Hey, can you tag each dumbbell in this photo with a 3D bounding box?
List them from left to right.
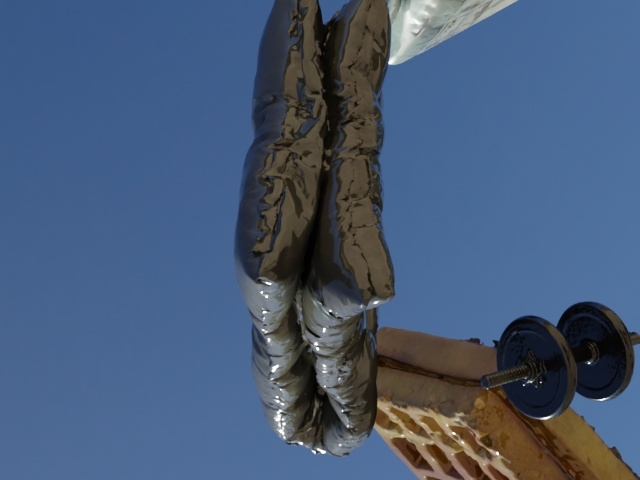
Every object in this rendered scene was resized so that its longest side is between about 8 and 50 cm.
[{"bbox_3d":[0.161,0.078,0.870,0.147,0.069,0.069,-11,-85,-36],"label":"dumbbell"}]

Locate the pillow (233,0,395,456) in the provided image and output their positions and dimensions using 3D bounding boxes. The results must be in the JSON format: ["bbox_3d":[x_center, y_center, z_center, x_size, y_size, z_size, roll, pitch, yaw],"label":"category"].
[{"bbox_3d":[0.000,0.000,0.918,0.101,0.326,0.228,4,-117,1],"label":"pillow"}]

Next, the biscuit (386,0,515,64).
[{"bbox_3d":[0.153,-0.258,1.186,0.309,0.186,0.079,-32,-102,-34],"label":"biscuit"}]

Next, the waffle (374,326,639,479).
[{"bbox_3d":[0.183,0.215,1.232,0.328,0.224,0.098,46,-112,-28],"label":"waffle"}]
